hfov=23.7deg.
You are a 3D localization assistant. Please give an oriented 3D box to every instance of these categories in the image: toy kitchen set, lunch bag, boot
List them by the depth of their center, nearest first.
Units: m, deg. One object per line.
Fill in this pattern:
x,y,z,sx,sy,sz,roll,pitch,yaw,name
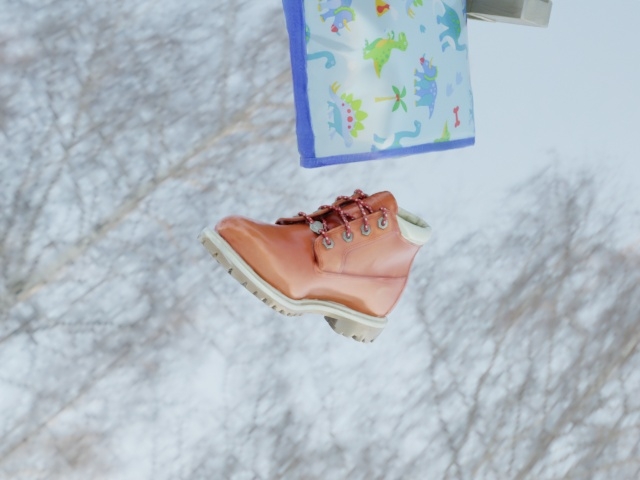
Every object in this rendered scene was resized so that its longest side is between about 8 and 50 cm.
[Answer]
0.000,0.000,0.840,0.059,0.158,0.085,45,-74,35,boot
0.027,-0.113,0.960,0.096,0.151,0.129,-3,-84,32,lunch bag
0.130,-0.186,1.021,0.075,0.068,0.083,15,-85,41,toy kitchen set
